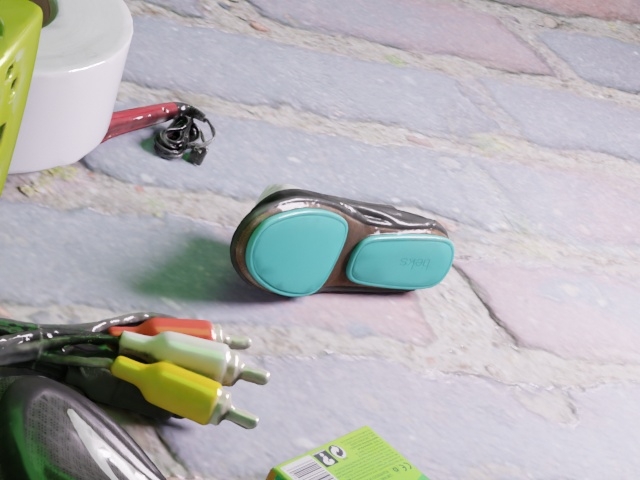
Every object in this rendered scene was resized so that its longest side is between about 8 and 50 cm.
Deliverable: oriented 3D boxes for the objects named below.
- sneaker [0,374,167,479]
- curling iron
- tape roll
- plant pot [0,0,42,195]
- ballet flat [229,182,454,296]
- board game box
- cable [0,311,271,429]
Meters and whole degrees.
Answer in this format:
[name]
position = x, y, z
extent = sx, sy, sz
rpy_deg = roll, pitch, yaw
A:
[sneaker]
position = -0.048, 0.229, 1.105
extent = 0.185, 0.202, 0.483
rpy_deg = -6, 42, -48
[curling iron]
position = -0.195, -0.093, 1.716
extent = 0.274, 0.035, 0.068
rpy_deg = -8, 43, -48
[tape roll]
position = -0.308, -0.171, 1.643
extent = 0.286, 0.100, 0.286
rpy_deg = 14, 30, -8
[plant pot]
position = -0.336, -0.063, 1.308
extent = 0.227, 0.228, 0.207
rpy_deg = 17, 25, -4
[ballet flat]
position = 0.000, 0.000, 1.680
extent = 0.096, 0.095, 0.280
rpy_deg = 36, 17, 38
[board game box]
position = 0.087, 0.238, 1.391
extent = 0.259, 0.039, 0.124
rpy_deg = 37, 29, 24
[cable]
position = -0.180, 0.068, 1.410
extent = 0.287, 0.072, 0.139
rpy_deg = 18, 27, -16
